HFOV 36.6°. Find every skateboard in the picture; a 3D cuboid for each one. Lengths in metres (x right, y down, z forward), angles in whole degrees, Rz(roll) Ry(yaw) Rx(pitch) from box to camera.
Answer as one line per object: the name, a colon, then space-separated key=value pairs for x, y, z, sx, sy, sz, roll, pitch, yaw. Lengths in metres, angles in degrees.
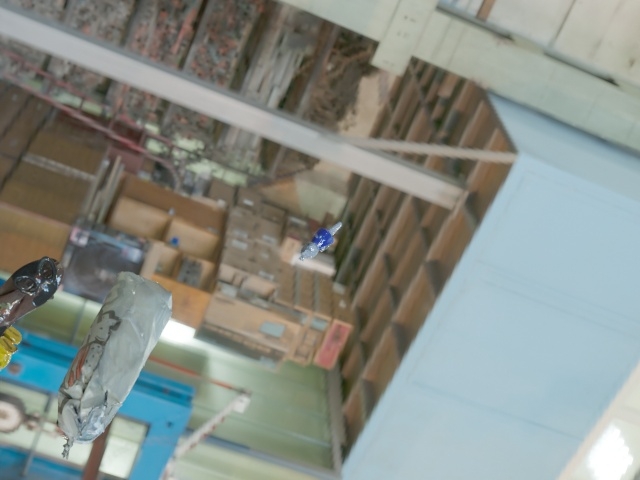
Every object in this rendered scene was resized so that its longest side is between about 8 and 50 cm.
skateboard: x=-0.345 y=0.068 z=1.067 sx=0.151 sy=0.067 sz=0.080 roll=-43 pitch=-174 yaw=-24

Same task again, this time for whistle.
whistle: x=0.000 y=0.000 z=1.375 sx=0.083 sy=0.029 sz=0.033 roll=-41 pitch=172 yaw=-24

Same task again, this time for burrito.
burrito: x=-0.365 y=0.202 z=1.690 sx=0.445 sy=0.101 sz=0.139 roll=-71 pitch=150 yaw=-56

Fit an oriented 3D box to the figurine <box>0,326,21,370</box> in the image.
figurine: x=-0.601 y=0.237 z=1.642 sx=0.246 sy=0.131 sz=0.156 roll=-44 pitch=-161 yaw=17
